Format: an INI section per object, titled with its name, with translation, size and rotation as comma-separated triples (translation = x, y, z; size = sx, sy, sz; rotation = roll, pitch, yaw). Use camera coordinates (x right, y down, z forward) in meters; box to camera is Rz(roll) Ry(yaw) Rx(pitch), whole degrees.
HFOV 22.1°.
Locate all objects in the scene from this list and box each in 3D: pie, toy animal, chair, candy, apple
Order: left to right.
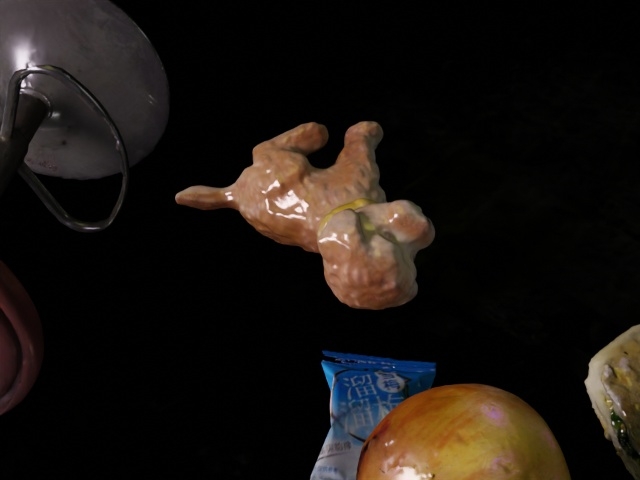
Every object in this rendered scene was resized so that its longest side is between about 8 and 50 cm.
[chair]
translation = -0.282, -0.016, 1.284
size = 0.226, 0.227, 0.401
rotation = 5, 41, 14
[toy animal]
translation = -0.010, -0.004, 1.322
size = 0.183, 0.104, 0.185
rotation = -13, 44, -11
[candy]
translation = 0.039, 0.136, 1.191
size = 0.088, 0.038, 0.136
rotation = 9, 47, -2
[apple]
translation = 0.088, 0.163, 1.063
size = 0.146, 0.146, 0.146
rotation = -4, 39, 3
[pie]
translation = 0.293, 0.132, 1.145
size = 0.185, 0.052, 0.218
rotation = -12, 41, -15
